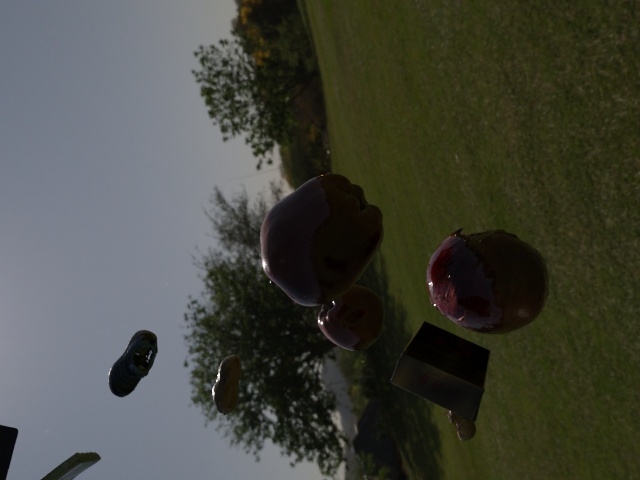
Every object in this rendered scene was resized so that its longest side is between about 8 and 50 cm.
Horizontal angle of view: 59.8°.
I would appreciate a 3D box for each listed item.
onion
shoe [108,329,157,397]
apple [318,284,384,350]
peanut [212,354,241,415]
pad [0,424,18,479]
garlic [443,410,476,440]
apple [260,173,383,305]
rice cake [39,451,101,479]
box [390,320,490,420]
[{"bbox_3d":[0.381,0.096,1.285,0.276,0.276,0.276,-14,-90,-89],"label":"onion"},{"bbox_3d":[-0.542,0.365,1.624,0.091,0.207,0.106,30,178,-30],"label":"shoe"},{"bbox_3d":[0.110,0.261,1.916,0.234,0.233,0.234,-14,-90,-89],"label":"apple"},{"bbox_3d":[-0.339,0.522,2.022,0.099,0.099,0.214,72,-153,-76],"label":"peanut"},{"bbox_3d":[-0.790,0.522,1.333,0.003,0.112,0.157,51,-133,-73],"label":"pad"},{"bbox_3d":[0.567,0.714,2.235,0.099,0.124,0.175,94,177,-59],"label":"garlic"},{"bbox_3d":[0.000,0.000,1.374,0.288,0.317,0.288,44,-168,-12],"label":"apple"},{"bbox_3d":[-0.704,0.642,1.488,0.037,0.198,0.189,49,168,12],"label":"rice cake"},{"bbox_3d":[0.237,0.238,1.056,0.240,0.159,0.071,-15,-56,-69],"label":"box"}]
